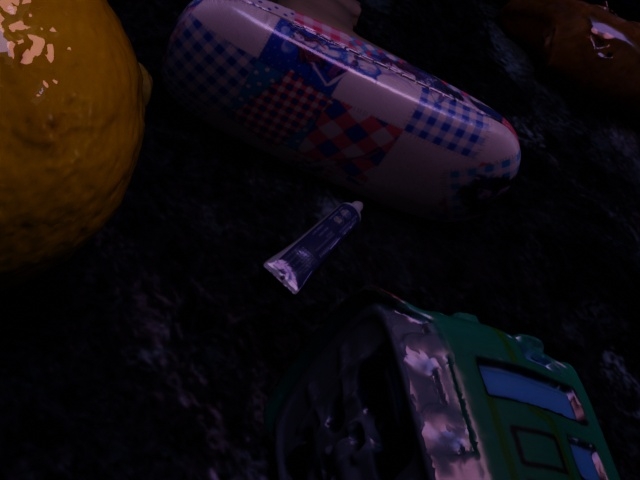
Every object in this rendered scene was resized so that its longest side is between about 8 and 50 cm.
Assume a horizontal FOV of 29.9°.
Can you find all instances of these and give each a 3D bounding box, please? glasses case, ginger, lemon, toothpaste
[{"bbox_3d":[0.020,-0.112,1.046,0.327,0.125,0.076,23,41,-12],"label":"glasses case"},{"bbox_3d":[0.358,-0.202,1.370,0.309,0.107,0.133,17,57,-12],"label":"ginger"},{"bbox_3d":[-0.255,-0.080,0.749,0.320,0.245,0.245,-12,57,-31],"label":"lemon"},{"bbox_3d":[0.000,0.000,1.006,0.037,0.021,0.140,40,43,6],"label":"toothpaste"}]

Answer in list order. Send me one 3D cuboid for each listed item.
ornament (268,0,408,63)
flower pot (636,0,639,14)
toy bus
[{"bbox_3d":[-0.010,-0.216,1.164,0.245,0.061,0.230,25,24,-13],"label":"ornament"},{"bbox_3d":[0.377,-0.371,1.426,0.368,0.254,0.164,13,51,-21],"label":"flower pot"},{"bbox_3d":[0.099,0.212,0.739,0.199,0.183,0.343,12,46,-28],"label":"toy bus"}]
